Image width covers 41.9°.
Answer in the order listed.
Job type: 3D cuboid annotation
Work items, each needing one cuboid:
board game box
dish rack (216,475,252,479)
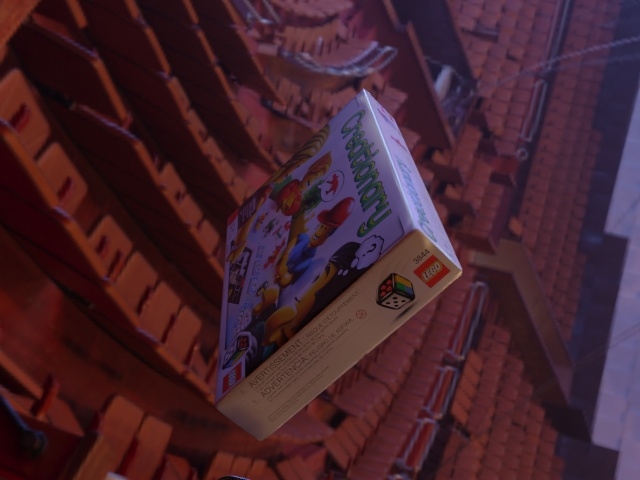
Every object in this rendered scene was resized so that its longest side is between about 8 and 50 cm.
[{"bbox_3d":[0.000,0.000,0.693,0.193,0.053,0.305,-42,-157,16],"label":"board game box"},{"bbox_3d":[-0.042,0.400,0.877,0.074,0.208,0.272,-50,152,-72],"label":"dish rack"}]
